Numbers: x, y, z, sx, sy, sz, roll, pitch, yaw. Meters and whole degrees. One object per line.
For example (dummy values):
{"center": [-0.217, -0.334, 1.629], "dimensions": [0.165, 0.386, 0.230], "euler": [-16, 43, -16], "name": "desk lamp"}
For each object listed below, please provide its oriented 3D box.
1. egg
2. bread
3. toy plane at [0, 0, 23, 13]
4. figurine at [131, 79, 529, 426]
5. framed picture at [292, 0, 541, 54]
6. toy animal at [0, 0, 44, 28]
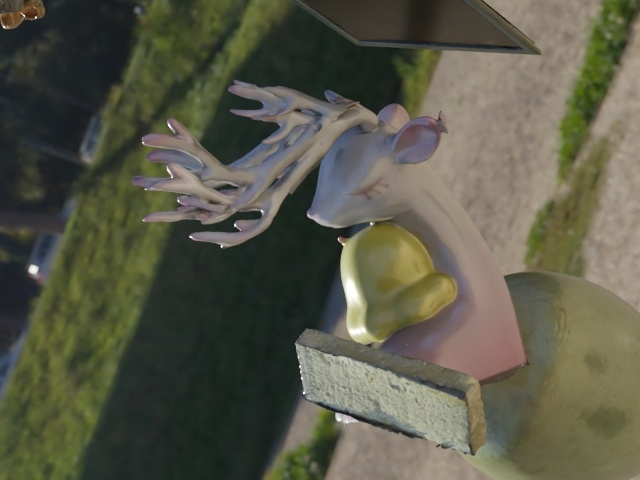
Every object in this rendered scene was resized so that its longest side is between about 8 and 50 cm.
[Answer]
{"center": [0.245, 0.149, 1.458], "dimensions": [0.218, 0.295, 0.218], "euler": [-31, 48, 43], "name": "egg"}
{"center": [0.052, 0.113, 1.102], "dimensions": [0.028, 0.154, 0.068], "euler": [-52, -35, -39], "name": "bread"}
{"center": [-0.208, -0.164, 0.888], "dimensions": [0.226, 0.226, 0.058], "euler": [26, 132, 53], "name": "toy plane"}
{"center": [0.005, -0.003, 1.207], "dimensions": [0.206, 0.284, 0.315], "euler": [118, 135, -81], "name": "figurine"}
{"center": [0.062, -0.179, 1.133], "dimensions": [0.142, 0.183, 0.011], "euler": [26, -103, -50], "name": "framed picture"}
{"center": [-0.365, -0.223, 1.203], "dimensions": [0.116, 0.255, 0.114], "euler": [-59, -27, -24], "name": "toy animal"}
